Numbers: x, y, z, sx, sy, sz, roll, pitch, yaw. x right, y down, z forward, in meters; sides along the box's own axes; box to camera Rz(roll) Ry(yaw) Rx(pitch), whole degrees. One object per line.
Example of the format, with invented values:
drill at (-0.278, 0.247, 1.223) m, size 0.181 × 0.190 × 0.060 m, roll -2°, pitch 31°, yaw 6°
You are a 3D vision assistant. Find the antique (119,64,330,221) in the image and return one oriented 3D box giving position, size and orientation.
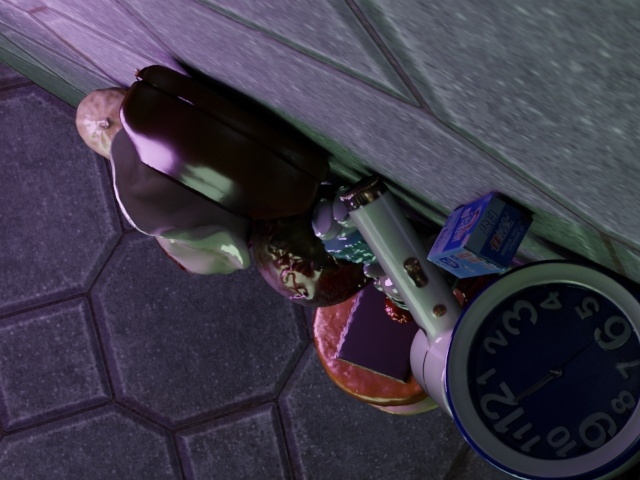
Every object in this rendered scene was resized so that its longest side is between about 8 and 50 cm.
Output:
antique at (-0.128, -0.116, 1.665) m, size 0.278 × 0.129 × 0.223 m, roll 29°, pitch 177°, yaw -10°

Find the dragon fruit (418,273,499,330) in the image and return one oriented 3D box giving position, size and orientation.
dragon fruit at (0.221, 0.106, 1.938) m, size 0.261 × 0.163 × 0.189 m, roll 34°, pitch -158°, yaw -51°

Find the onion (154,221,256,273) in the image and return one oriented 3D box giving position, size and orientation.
onion at (-0.183, -0.075, 2.117) m, size 0.207 × 0.216 × 0.206 m, roll 48°, pitch 159°, yaw -16°

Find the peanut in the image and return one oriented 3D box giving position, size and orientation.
peanut at (-0.326, -0.188, 2.292) m, size 0.224 × 0.129 × 0.129 m, roll 25°, pitch -179°, yaw -39°

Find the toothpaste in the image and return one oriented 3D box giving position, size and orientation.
toothpaste at (0.164, -0.002, 1.373) m, size 0.053 × 0.066 × 0.272 m, roll 31°, pitch 176°, yaw -1°

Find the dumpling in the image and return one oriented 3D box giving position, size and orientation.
dumpling at (-0.208, -0.073, 1.854) m, size 0.242 × 0.187 × 0.318 m, roll 17°, pitch -145°, yaw -33°

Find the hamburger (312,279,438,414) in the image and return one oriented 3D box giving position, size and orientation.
hamburger at (0.135, 0.156, 2.197) m, size 0.291 × 0.291 × 0.225 m, roll 29°, pitch -179°, yaw 24°

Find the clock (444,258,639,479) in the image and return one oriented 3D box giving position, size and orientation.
clock at (0.247, 0.138, 1.336) m, size 0.230 × 0.230 × 0.083 m, roll 29°, pitch 180°, yaw 26°

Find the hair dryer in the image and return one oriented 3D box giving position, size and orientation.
hair dryer at (0.129, 0.062, 1.604) m, size 0.362 × 0.128 × 0.203 m, roll 58°, pitch 177°, yaw -9°

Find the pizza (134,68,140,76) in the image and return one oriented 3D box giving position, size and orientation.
pizza at (-0.245, -0.230, 1.938) m, size 0.083 × 0.016 × 0.037 m, roll 36°, pitch 176°, yaw -21°

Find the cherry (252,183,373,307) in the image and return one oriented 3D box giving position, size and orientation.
cherry at (0.000, 0.000, 1.881) m, size 0.175 × 0.192 × 0.250 m, roll 58°, pitch -177°, yaw -11°

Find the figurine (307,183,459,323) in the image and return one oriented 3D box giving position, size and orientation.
figurine at (0.083, 0.014, 1.729) m, size 0.245 × 0.138 × 0.110 m, roll 35°, pitch -144°, yaw -37°

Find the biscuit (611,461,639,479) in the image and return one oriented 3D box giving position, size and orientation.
biscuit at (0.370, 0.250, 1.365) m, size 0.332 × 0.332 × 0.103 m, roll 24°, pitch 143°, yaw 61°
